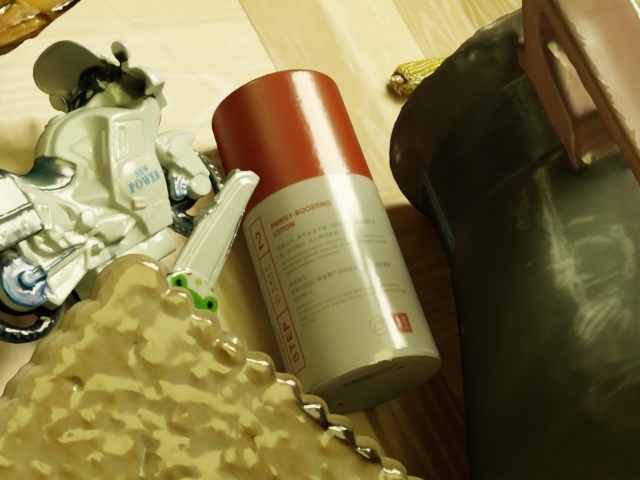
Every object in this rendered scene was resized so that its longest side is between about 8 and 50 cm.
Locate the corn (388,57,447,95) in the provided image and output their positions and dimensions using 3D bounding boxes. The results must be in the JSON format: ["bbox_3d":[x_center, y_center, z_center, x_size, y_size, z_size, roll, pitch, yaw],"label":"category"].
[{"bbox_3d":[0.086,-0.135,1.053,0.083,0.028,0.027,-16,66,-47],"label":"corn"}]

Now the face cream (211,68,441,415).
[{"bbox_3d":[0.000,0.000,0.844,0.096,0.096,0.214,0,61,-37],"label":"face cream"}]

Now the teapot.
[{"bbox_3d":[0.197,0.015,0.819,0.306,0.376,0.361,-21,58,-1],"label":"teapot"}]

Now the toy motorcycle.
[{"bbox_3d":[-0.153,-0.036,0.755,0.221,0.102,0.150,-35,97,-46],"label":"toy motorcycle"}]

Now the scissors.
[{"bbox_3d":[-0.084,0.043,0.751,0.101,0.027,0.204,43,60,-30],"label":"scissors"}]

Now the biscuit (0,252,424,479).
[{"bbox_3d":[-0.042,0.180,0.685,0.325,0.044,0.217,39,69,-10],"label":"biscuit"}]

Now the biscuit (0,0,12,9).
[{"bbox_3d":[-0.261,-0.187,0.746,0.208,0.041,0.290,-13,39,-17],"label":"biscuit"}]

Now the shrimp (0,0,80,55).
[{"bbox_3d":[-0.238,-0.124,0.744,0.249,0.150,0.068,-37,127,-35],"label":"shrimp"}]
